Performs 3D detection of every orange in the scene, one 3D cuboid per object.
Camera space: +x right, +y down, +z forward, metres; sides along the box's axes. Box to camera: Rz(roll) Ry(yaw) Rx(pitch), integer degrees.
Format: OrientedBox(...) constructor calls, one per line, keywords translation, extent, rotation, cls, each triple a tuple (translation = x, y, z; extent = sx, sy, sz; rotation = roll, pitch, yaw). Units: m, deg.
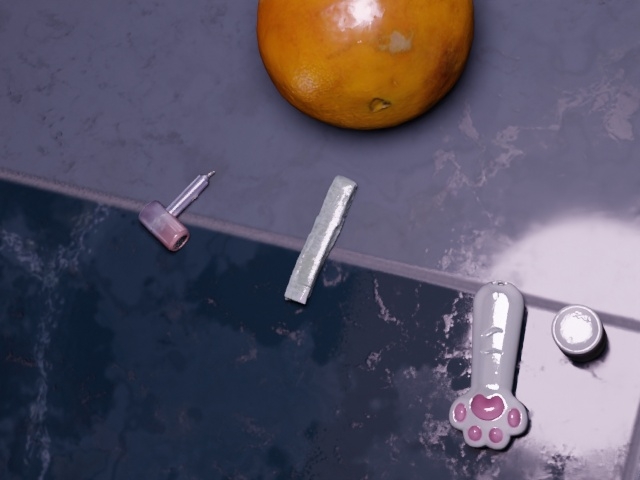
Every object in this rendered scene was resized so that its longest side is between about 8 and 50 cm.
OrientedBox(translation=(0.054, -0.254, 1.698), extent=(0.261, 0.261, 0.261), rotation=(-3, 78, 14), cls="orange")

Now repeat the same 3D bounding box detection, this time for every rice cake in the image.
OrientedBox(translation=(0.001, 0.000, 1.781), extent=(0.033, 0.029, 0.171), rotation=(23, 85, 13), cls="rice cake")

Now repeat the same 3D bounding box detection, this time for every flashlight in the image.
OrientedBox(translation=(0.205, 0.146, 1.689), extent=(0.093, 0.047, 0.201), rotation=(4, 81, 16), cls="flashlight")

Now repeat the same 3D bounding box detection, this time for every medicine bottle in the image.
OrientedBox(translation=(0.299, 0.108, 1.648), extent=(0.058, 0.091, 0.058), rotation=(-3, 79, 14), cls="medicine bottle")

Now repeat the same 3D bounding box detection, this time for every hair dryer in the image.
OrientedBox(translation=(-0.173, -0.046, 1.835), extent=(0.063, 0.037, 0.114), rotation=(42, 84, 16), cls="hair dryer")
